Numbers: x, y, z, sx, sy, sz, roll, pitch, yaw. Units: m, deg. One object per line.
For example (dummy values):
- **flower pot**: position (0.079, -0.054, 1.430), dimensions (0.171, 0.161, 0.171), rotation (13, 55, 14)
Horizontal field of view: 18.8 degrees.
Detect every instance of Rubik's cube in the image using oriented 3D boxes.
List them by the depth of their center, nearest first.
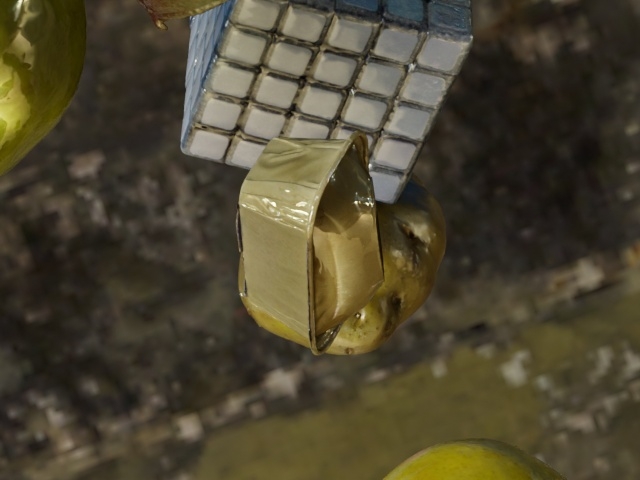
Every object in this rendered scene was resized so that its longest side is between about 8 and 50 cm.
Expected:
- **Rubik's cube**: position (0.006, -0.210, 1.910), dimensions (0.237, 0.237, 0.238), rotation (13, -45, -13)

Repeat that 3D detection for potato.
- **potato**: position (0.030, -0.001, 2.033), dimensions (0.195, 0.176, 0.369), rotation (-39, 8, 20)

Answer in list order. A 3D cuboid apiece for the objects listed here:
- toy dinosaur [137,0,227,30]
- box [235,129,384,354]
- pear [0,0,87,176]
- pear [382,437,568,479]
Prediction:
- **toy dinosaur**: position (-0.147, -0.304, 1.680), dimensions (0.113, 0.207, 0.327), rotation (-22, 24, -7)
- **box**: position (0.000, 0.000, 1.409), dimensions (0.111, 0.111, 0.177), rotation (-20, -41, -14)
- **pear**: position (-0.309, -0.176, 1.534), dimensions (0.252, 0.253, 0.307), rotation (-20, 33, -1)
- **pear**: position (0.146, 0.304, 1.705), dimensions (0.285, 0.285, 0.336), rotation (-21, 25, 22)
